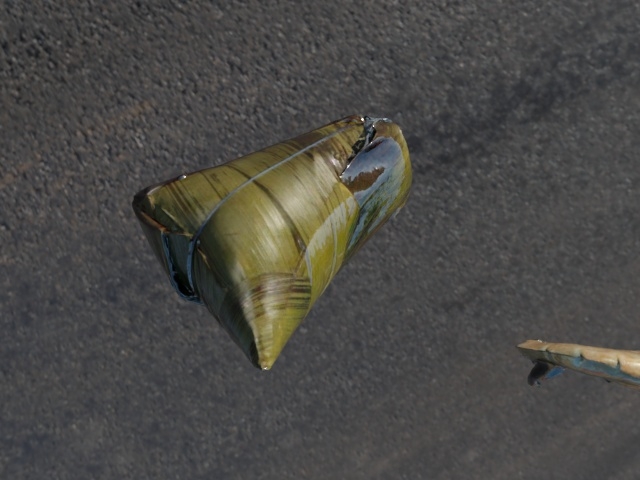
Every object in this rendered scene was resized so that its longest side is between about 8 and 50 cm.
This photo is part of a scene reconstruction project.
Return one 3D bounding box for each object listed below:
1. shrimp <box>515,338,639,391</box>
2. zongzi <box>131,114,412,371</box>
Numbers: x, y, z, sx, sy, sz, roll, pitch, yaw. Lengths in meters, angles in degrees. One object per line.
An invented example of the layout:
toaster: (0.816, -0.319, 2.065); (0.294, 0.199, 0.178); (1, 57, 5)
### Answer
shrimp: (0.264, 0.119, 0.781); (0.219, 0.152, 0.046); (16, 79, -44)
zongzi: (0.000, 0.000, 0.804); (0.286, 0.300, 0.138); (-22, 120, -15)
